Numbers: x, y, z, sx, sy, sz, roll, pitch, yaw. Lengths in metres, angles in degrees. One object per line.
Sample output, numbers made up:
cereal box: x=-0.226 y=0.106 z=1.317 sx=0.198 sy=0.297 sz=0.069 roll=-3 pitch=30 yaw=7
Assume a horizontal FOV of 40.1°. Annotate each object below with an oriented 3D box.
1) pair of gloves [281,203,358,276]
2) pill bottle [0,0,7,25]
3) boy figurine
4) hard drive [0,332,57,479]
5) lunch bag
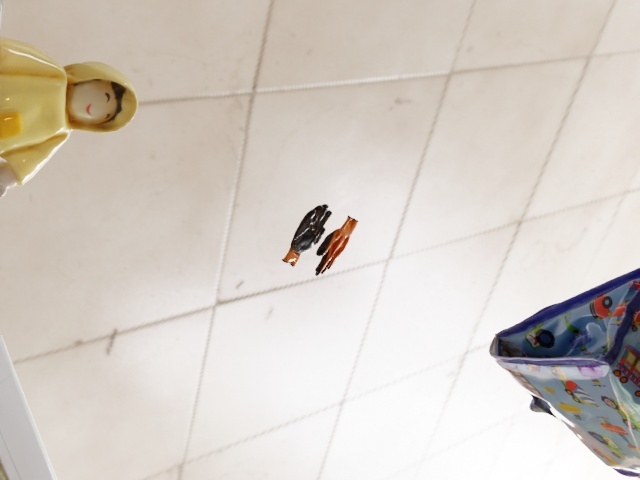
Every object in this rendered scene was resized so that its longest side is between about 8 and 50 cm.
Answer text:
pair of gloves: x=0.000 y=0.000 z=0.909 sx=0.083 sy=0.010 sz=0.074 roll=24 pitch=100 yaw=-51
pill bottle: x=-0.348 y=-0.171 z=0.709 sx=0.161 sy=0.283 sz=0.161 roll=-6 pitch=129 yaw=-8
boy figurine: x=-0.327 y=-0.129 z=0.929 sx=0.285 sy=0.092 sz=0.177 roll=-17 pitch=126 yaw=-39
hard drive: x=-0.292 y=0.164 z=0.683 sx=0.047 sy=0.233 sz=0.353 roll=-45 pitch=145 yaw=-39
lunch bag: x=0.328 y=0.175 z=0.986 sx=0.138 sy=0.221 sz=0.293 roll=-52 pitch=-173 yaw=-26
